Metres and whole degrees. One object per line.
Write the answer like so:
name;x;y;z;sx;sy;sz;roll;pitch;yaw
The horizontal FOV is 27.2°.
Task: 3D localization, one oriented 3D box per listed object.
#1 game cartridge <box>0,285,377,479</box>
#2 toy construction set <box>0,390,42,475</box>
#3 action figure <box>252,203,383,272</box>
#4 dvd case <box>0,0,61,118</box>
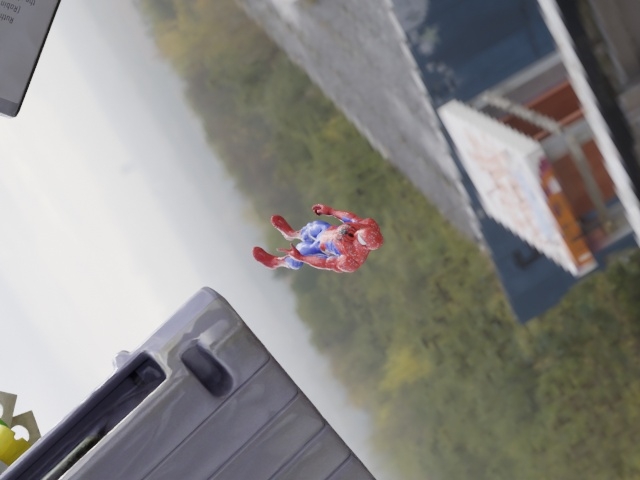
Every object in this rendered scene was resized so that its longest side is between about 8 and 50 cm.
game cartridge;-0.134;0.214;0.757;0.068;0.355;0.230;40;169;41
toy construction set;-0.231;0.205;0.944;0.215;0.151;0.327;37;171;-11
action figure;0.000;0.000;0.740;0.030;0.038;0.115;45;157;-25
dvd case;-0.194;-0.201;0.649;0.179;0.239;0.029;20;-167;-15
